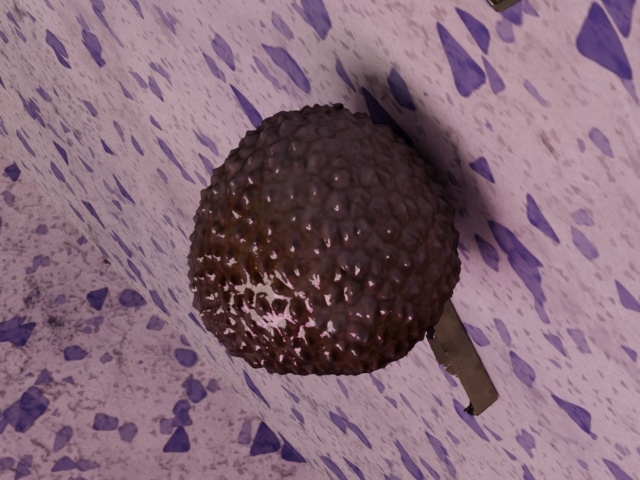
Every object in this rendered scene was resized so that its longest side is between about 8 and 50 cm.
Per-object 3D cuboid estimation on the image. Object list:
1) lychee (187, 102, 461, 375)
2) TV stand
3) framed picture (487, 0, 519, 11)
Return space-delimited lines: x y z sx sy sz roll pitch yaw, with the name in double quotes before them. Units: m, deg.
"lychee" -0.005 0.003 1.937 0.300 0.300 0.300 46 163 19
"TV stand" 0.139 0.102 2.190 0.042 0.036 0.249 30 153 55
"framed picture" 0.095 -0.302 1.477 0.265 0.018 0.192 53 164 -5
